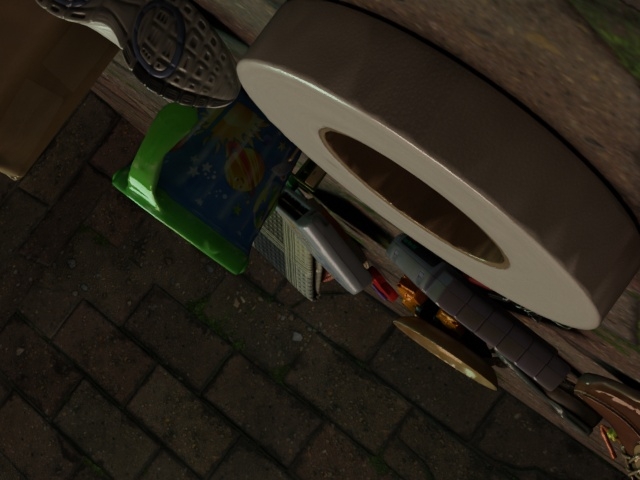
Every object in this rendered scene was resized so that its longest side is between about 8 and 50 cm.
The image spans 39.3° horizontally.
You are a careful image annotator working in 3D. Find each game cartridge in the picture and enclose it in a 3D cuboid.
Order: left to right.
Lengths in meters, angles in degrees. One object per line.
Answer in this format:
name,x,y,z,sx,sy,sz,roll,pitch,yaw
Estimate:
game cartridge,0.000,0.000,1.750,0.198,0.062,0.297,56,175,-21
game cartridge,0.227,0.094,1.382,0.230,0.068,0.355,42,-177,-13

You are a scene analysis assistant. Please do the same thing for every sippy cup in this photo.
sippy cup,-0.152,-0.104,1.341,0.240,0.224,0.305,37,176,-12

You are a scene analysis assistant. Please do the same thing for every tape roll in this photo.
tape roll,0.098,-0.062,0.798,0.392,0.072,0.392,37,177,3

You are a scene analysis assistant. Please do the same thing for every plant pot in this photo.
plant pot,0.247,0.210,1.730,0.236,0.032,0.236,33,173,5

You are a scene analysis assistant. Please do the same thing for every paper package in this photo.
paper package,-0.554,-0.322,1.538,0.310,0.324,0.168,34,175,28

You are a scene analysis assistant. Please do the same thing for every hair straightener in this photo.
hair straightener,0.263,0.066,1.125,0.089,0.047,0.230,38,171,-15

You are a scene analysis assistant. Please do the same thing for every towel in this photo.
towel,-0.105,-0.036,2.168,0.312,0.056,0.324,42,155,26

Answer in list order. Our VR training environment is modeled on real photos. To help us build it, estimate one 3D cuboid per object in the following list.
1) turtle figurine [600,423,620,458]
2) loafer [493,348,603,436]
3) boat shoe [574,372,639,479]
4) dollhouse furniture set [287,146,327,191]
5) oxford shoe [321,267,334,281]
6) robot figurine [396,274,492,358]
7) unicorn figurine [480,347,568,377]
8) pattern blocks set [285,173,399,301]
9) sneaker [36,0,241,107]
turtle figurine,0.608,0.389,1.505,0.269,0.087,0.217,45,170,11
loafer,0.424,0.251,1.630,0.267,0.084,0.096,42,-175,-22
boat shoe,0.509,0.319,1.325,0.324,0.116,0.123,36,176,7
dollhouse furniture set,-0.002,-0.105,1.228,0.076,0.058,0.152,37,176,-7
oxford shoe,0.029,0.031,2.296,0.147,0.140,0.397,-4,-179,-20
robot figurine,0.254,0.149,1.774,0.211,0.085,0.291,35,175,27
unicorn figurine,0.397,0.236,1.715,0.162,0.060,0.111,15,170,46
pattern blocks set,0.038,-0.009,1.822,0.325,0.026,0.285,49,176,-1
sneaker,-0.202,-0.257,1.074,0.297,0.111,0.129,39,-168,16
